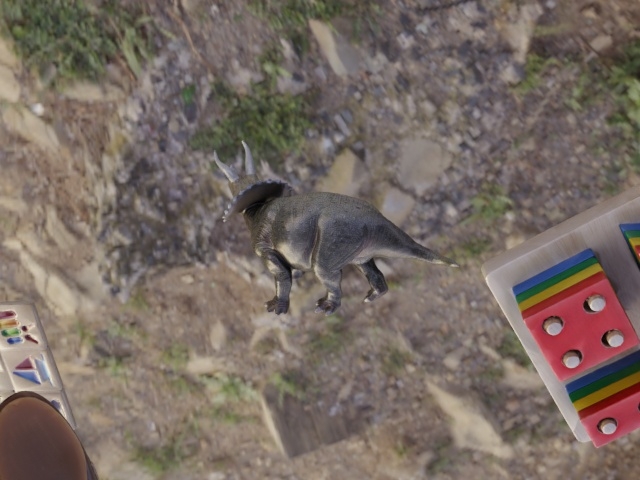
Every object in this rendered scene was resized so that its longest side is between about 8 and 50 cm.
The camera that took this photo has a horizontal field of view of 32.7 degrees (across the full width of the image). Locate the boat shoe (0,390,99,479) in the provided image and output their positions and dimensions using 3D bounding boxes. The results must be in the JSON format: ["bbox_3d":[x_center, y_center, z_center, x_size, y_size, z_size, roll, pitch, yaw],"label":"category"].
[{"bbox_3d":[-0.229,0.218,0.950,0.073,0.073,0.207,-23,110,-13],"label":"boat shoe"}]

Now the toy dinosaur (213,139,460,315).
[{"bbox_3d":[0.000,0.000,1.276,0.313,0.121,0.160,12,127,27],"label":"toy dinosaur"}]

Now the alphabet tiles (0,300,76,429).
[{"bbox_3d":[-0.447,0.142,1.202,0.342,0.011,0.285,-3,121,14],"label":"alphabet tiles"}]

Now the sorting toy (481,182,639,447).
[{"bbox_3d":[0.337,0.082,1.105,0.255,0.089,0.257,-28,117,10],"label":"sorting toy"}]
